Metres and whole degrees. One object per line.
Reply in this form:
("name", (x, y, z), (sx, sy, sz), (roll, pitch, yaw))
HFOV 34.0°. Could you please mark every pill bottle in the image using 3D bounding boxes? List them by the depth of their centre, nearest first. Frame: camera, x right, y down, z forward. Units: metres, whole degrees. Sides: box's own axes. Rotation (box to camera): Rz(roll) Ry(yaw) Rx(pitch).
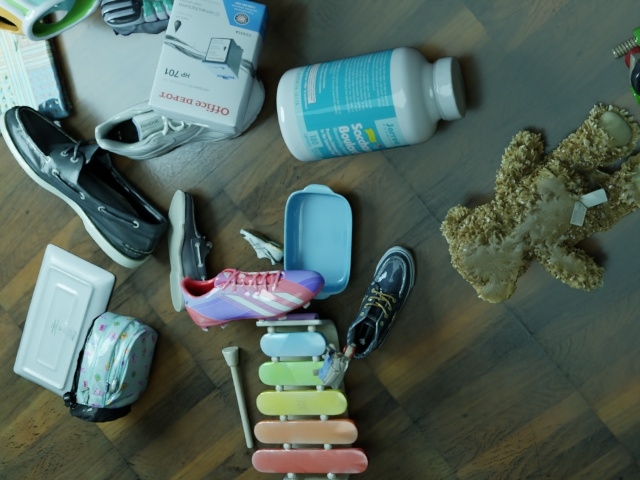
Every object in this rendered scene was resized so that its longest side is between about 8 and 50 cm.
("pill bottle", (0.079, -0.206, 1.562), (0.264, 0.146, 0.146), (-8, 99, 21))

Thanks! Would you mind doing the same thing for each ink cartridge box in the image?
("ink cartridge box", (-0.167, -0.272, 1.586), (0.139, 0.082, 0.191), (14, 87, 0))

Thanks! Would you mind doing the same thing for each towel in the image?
("towel", (-0.627, -0.310, 1.841), (0.370, 0.040, 0.272), (-10, 100, 19))

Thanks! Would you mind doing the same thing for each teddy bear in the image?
("teddy bear", (0.346, -0.050, 1.541), (0.245, 0.113, 0.338), (37, 103, 0))

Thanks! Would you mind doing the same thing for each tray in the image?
("tray", (-0.472, 0.155, 1.895), (0.145, 0.030, 0.270), (24, 109, 11))

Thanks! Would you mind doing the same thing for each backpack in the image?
("backpack", (-0.358, 0.217, 1.820), (0.115, 0.152, 0.182), (15, 94, 10))

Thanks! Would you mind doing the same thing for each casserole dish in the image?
("casserole dish", (0.000, 0.000, 1.695), (0.114, 0.037, 0.189), (6, 105, 17))

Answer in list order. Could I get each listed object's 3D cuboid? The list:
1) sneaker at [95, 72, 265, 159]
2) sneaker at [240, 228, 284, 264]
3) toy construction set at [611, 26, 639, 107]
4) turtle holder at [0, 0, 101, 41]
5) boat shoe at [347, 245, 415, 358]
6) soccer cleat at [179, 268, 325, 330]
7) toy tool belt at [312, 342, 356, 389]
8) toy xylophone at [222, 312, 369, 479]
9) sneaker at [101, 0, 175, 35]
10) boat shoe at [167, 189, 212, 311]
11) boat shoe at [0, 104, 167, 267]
("sneaker", (-0.225, -0.193, 1.679), (0.297, 0.129, 0.111), (-21, 92, 20))
("sneaker", (-0.101, 0.011, 1.734), (0.083, 0.032, 0.037), (30, 110, 11))
("toy construction set", (0.546, -0.178, 1.341), (0.237, 0.309, 0.258), (-26, 101, 17))
("turtle holder", (-0.432, -0.453, 1.648), (0.227, 0.320, 0.243), (56, 140, 7))
("boat shoe", (0.097, 0.101, 1.659), (0.065, 0.083, 0.183), (22, 108, 13))
("soccer cleat", (-0.113, 0.080, 1.685), (0.248, 0.083, 0.095), (-15, 117, 27))
("toy tool belt", (0.019, 0.190, 1.640), (0.051, 0.052, 0.083), (25, 121, 6))
("toy xylophone", (-0.049, 0.272, 1.749), (0.236, 0.081, 0.323), (-12, 98, 21))
("sneaker", (-0.235, -0.378, 1.680), (0.223, 0.098, 0.083), (-9, 80, -2))
("boat shoe", (-0.218, 0.016, 1.773), (0.064, 0.075, 0.206), (-3, 98, -24))
("boat shoe", (-0.386, -0.112, 1.748), (0.113, 0.127, 0.340), (-39, 91, 30))
